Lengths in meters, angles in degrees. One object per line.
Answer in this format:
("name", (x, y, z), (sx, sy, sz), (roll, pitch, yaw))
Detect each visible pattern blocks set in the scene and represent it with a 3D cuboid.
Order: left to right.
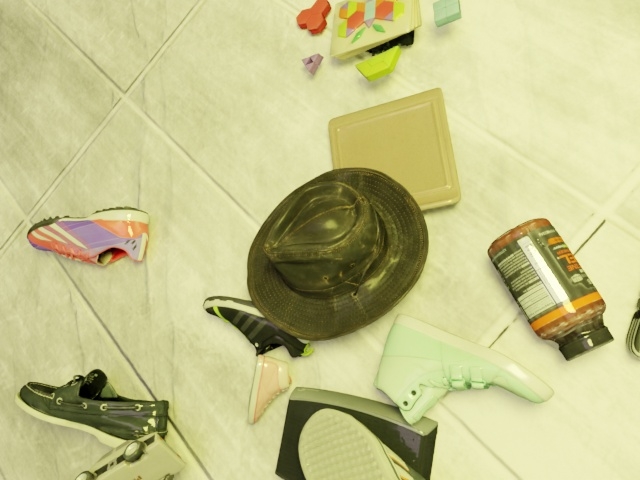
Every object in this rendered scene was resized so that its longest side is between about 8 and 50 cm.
("pattern blocks set", (0.100, -0.429, 0.972), (0.325, 0.026, 0.285), (-22, 60, 24))

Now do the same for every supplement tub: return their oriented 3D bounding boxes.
("supplement tub", (0.338, 0.072, 0.744), (0.106, 0.106, 0.197), (-31, 68, 13))

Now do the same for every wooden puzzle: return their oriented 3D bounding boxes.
("wooden puzzle", (0.129, -0.149, 0.926), (0.221, 0.044, 0.238), (-12, 68, 20))

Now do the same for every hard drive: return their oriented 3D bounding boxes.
("hard drive", (0.050, 0.342, 0.822), (0.255, 0.054, 0.171), (7, 79, 24))

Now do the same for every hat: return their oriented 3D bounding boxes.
("hat", (0.000, 0.000, 0.828), (0.332, 0.134, 0.331), (-8, 68, 20))

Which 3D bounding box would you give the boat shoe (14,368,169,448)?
("boat shoe", (-0.443, 0.313, 0.997), (0.340, 0.127, 0.112), (11, 80, 23))

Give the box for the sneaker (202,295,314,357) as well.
("sneaker", (-0.121, 0.160, 0.924), (0.235, 0.084, 0.097), (8, 81, 24))

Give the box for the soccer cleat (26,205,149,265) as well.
("soccer cleat", (-0.521, 0.005, 1.123), (0.319, 0.109, 0.116), (-8, 78, 18))

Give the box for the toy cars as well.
("toy cars", (-0.374, 0.487, 0.904), (0.393, 0.177, 0.087), (-68, 26, 15))

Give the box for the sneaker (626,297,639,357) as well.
("sneaker", (0.520, 0.067, 0.690), (0.132, 0.086, 0.228), (17, 94, 21))

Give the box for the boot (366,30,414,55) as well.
("boot", (0.134, -0.422, 0.992), (0.099, 0.045, 0.121), (1, 75, 29))

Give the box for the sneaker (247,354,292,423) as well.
("sneaker", (-0.089, 0.269, 0.901), (0.070, 0.051, 0.134), (10, 105, -10))

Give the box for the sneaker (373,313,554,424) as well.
("sneaker", (0.203, 0.224, 0.766), (0.256, 0.094, 0.151), (18, 78, 35))

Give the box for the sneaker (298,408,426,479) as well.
("sneaker", (0.094, 0.369, 0.711), (0.126, 0.127, 0.321), (-51, 42, -4))
